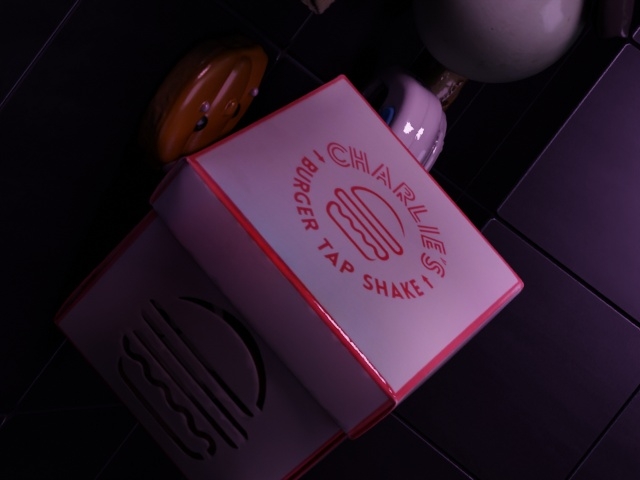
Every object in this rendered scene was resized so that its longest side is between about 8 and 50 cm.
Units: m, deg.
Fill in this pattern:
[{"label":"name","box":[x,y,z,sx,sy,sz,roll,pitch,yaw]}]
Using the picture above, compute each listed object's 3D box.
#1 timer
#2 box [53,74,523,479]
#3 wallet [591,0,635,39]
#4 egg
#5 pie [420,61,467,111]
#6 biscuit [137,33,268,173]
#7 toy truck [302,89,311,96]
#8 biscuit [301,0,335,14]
[{"label":"timer","box":[0.055,-0.089,2.000,0.262,0.087,0.237,-53,-164,11]},{"label":"box","box":[-0.035,0.063,1.703,0.300,0.314,0.312,-44,175,36]},{"label":"wallet","box":[0.345,-0.421,1.816,0.197,0.051,0.377,-58,152,-71]},{"label":"egg","box":[0.214,-0.289,1.904,0.203,0.203,0.283,-48,-171,-16]},{"label":"pie","box":[0.098,-0.134,2.266,0.282,0.068,0.128,-52,174,5]},{"label":"biscuit","box":[-0.114,-0.125,1.583,0.170,0.050,0.170,-47,166,-15]},{"label":"toy truck","box":[-0.011,-0.136,1.879,0.063,0.074,0.136,-55,150,10]},{"label":"biscuit","box":[0.058,-0.342,1.565,0.252,0.052,0.150,-48,162,-1]}]
